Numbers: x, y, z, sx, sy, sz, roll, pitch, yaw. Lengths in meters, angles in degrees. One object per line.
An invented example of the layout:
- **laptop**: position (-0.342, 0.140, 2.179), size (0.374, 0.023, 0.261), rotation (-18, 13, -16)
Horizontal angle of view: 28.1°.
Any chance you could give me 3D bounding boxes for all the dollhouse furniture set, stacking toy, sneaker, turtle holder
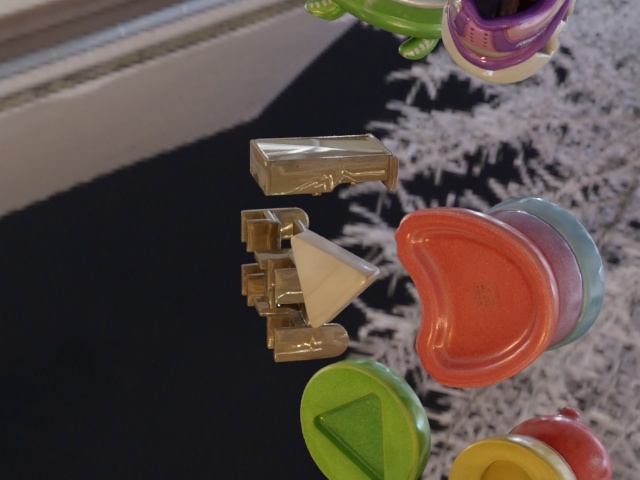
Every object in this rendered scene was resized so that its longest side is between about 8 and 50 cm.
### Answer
- **dollhouse furniture set**: position (0.000, 0.000, 1.591), size (0.161, 0.242, 0.212), rotation (-4, -159, -14)
- **stacking toy**: position (0.123, 0.105, 1.117), size (0.279, 0.309, 0.130), rotation (7, -161, 38)
- **sneaker**: position (0.143, -0.213, 0.795), size (0.095, 0.236, 0.104), rotation (24, -173, 14)
- **turtle holder**: position (0.145, -0.394, 1.748), size (0.320, 0.227, 0.243), rotation (34, -136, 5)
